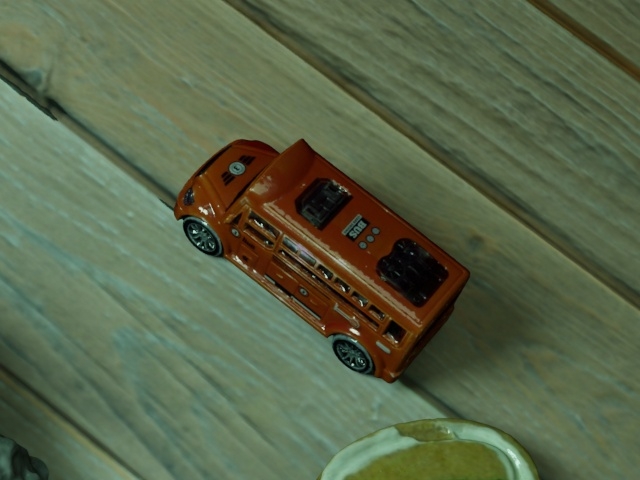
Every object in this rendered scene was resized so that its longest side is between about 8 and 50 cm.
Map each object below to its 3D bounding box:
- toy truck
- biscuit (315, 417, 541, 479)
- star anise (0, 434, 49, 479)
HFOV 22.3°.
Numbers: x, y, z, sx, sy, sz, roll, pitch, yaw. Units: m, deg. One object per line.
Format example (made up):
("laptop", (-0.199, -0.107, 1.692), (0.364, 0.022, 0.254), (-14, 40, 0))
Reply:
("toy truck", (0.000, 0.000, 1.403), (0.252, 0.114, 0.107), (38, 58, 7))
("biscuit", (0.096, 0.304, 1.278), (0.287, 0.057, 0.344), (-10, 62, -22))
("star anise", (-0.338, 0.127, 1.158), (0.359, 0.139, 0.316), (22, 64, -33))
